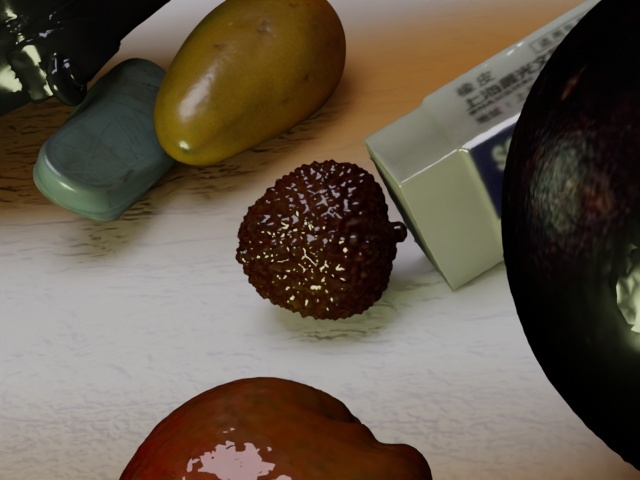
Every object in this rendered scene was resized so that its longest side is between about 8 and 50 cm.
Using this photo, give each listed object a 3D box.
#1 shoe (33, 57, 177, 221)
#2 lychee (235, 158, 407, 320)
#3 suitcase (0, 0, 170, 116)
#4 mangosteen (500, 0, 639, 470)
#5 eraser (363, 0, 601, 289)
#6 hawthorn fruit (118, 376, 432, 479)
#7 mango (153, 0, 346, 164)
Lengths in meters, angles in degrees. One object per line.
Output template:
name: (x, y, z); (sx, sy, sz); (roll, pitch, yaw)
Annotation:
shoe: (-0.189, -0.076, 1.678); (0.100, 0.103, 0.251); (-47, 3, 29)
lychee: (0.000, 0.004, 1.413); (0.129, 0.123, 0.123); (-30, 25, 24)
suitcase: (-0.322, -0.199, 1.786); (0.345, 0.188, 0.339); (-24, 13, 25)
mangosteen: (0.280, -0.057, 1.036); (0.382, 0.435, 0.382); (-3, 6, 0)
eraser: (0.182, -0.087, 1.401); (0.279, 0.124, 0.081); (-31, 42, -2)
hawthorn fruit: (-0.038, 0.213, 1.008); (0.224, 0.224, 0.261); (20, 64, 47)
mango: (-0.060, -0.147, 1.685); (0.138, 0.113, 0.253); (17, 42, 19)
